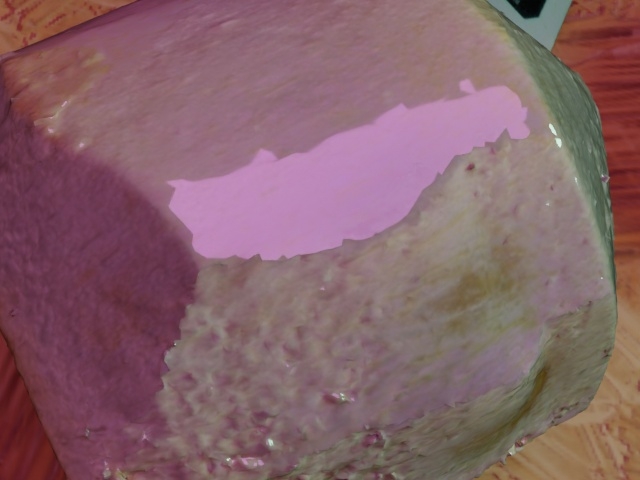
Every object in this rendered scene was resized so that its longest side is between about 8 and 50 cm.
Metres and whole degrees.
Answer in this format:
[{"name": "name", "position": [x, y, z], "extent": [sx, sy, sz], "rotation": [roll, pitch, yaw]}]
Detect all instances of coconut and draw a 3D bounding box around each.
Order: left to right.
[{"name": "coconut", "position": [0.000, 0.000, 0.586], "extent": [0.309, 0.297, 0.297], "rotation": [-23, 73, -9]}]

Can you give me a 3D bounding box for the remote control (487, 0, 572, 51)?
[{"name": "remote control", "position": [0.132, -0.236, 0.794], "extent": [0.145, 0.050, 0.344], "rotation": [40, 63, -28]}]
